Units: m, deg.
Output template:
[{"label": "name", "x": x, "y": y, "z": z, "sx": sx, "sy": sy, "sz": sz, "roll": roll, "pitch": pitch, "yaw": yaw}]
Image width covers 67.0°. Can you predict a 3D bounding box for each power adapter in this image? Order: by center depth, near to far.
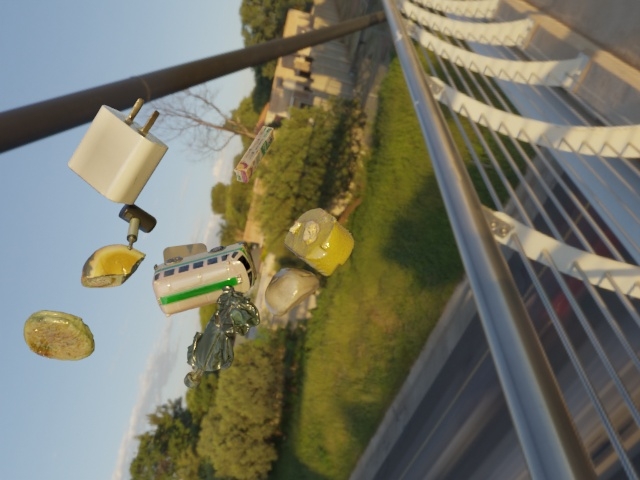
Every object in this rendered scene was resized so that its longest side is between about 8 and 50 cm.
[{"label": "power adapter", "x": -0.515, "y": -0.248, "z": 1.270, "sx": 0.255, "sy": 0.187, "sz": 0.124, "roll": -55, "pitch": -12, "yaw": 8}]

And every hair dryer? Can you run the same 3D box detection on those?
[{"label": "hair dryer", "x": -0.521, "y": -0.026, "z": 1.360, "sx": 0.057, "sy": 0.100, "sz": 0.198, "roll": -41, "pitch": 33, "yaw": 17}]

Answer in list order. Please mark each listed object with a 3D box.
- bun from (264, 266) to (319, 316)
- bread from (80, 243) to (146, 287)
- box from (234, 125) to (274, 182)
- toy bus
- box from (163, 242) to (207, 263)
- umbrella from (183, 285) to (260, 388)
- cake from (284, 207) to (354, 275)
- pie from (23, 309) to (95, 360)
[{"label": "bun", "x": -0.093, "y": 0.137, "z": 1.414, "sx": 0.166, "sy": 0.113, "sz": 0.173, "roll": -38, "pitch": -8, "yaw": 0}, {"label": "bread", "x": -0.872, "y": 0.101, "z": 2.031, "sx": 0.158, "sy": 0.260, "sz": 0.156, "roll": -40, "pitch": 62, "yaw": 50}, {"label": "box", "x": -0.195, "y": -0.260, "z": 1.445, "sx": 0.050, "sy": 0.041, "sz": 0.207, "roll": 86, "pitch": -157, "yaw": -52}, {"label": "toy bus", "x": -0.356, "y": 0.119, "z": 1.499, "sx": 0.179, "sy": 0.305, "sz": 0.143, "roll": -120, "pitch": 16, "yaw": -72}, {"label": "box", "x": -0.628, "y": 0.102, "z": 2.268, "sx": 0.090, "sy": 0.200, "sz": 0.145, "roll": 112, "pitch": 145, "yaw": -58}, {"label": "umbrella", "x": -0.301, "y": 0.295, "z": 1.410, "sx": 0.143, "sy": 0.094, "sz": 0.349, "roll": 43, "pitch": 112, "yaw": 33}, {"label": "cake", "x": 0.000, "y": 0.000, "z": 1.620, "sx": 0.179, "sy": 0.156, "sz": 0.260, "roll": -53, "pitch": 31, "yaw": -2}, {"label": "pie", "x": -1.040, "y": 0.383, "z": 1.932, "sx": 0.079, "sy": 0.276, "sz": 0.277, "roll": -96, "pitch": 19, "yaw": -53}]
